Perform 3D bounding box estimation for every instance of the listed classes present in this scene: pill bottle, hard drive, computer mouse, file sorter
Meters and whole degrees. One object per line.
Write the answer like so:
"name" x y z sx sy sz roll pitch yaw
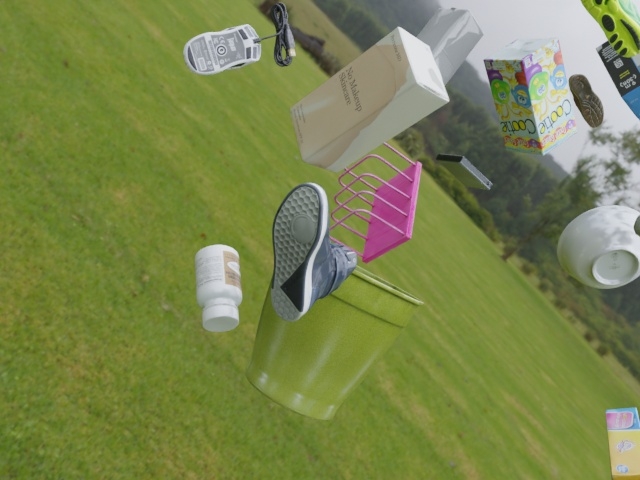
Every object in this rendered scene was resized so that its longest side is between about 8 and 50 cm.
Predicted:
"pill bottle" -0.293 0.139 1.876 0.131 0.131 0.229 28 42 -43
"hard drive" 0.375 -0.180 1.699 0.135 0.022 0.094 35 -8 -33
"computer mouse" -0.141 -0.336 1.120 0.042 0.193 0.106 -140 -145 -74
"file sorter" 0.154 -0.123 1.942 0.182 0.202 0.291 30 52 -23

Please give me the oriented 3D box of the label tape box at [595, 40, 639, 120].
"label tape box" 1.062 -0.543 2.056 0.106 0.240 0.334 19 48 -43

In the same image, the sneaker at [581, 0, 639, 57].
"sneaker" 0.794 -0.638 1.782 0.295 0.109 0.123 62 34 -5

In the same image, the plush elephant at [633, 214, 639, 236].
"plush elephant" 1.036 -0.015 1.689 0.330 0.272 0.255 2 56 -10

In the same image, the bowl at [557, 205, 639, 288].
"bowl" 0.916 0.049 2.056 0.298 0.298 0.134 37 29 -18

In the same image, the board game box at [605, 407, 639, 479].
"board game box" 0.610 0.493 1.249 0.316 0.064 0.242 -20 97 -67

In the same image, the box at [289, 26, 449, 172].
"box" 0.095 -0.282 1.353 0.121 0.311 0.148 11 56 -47

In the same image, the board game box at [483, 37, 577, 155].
"board game box" 0.572 -0.391 1.768 0.144 0.142 0.275 25 -37 57

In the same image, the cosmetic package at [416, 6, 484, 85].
"cosmetic package" 0.317 -0.512 1.770 0.107 0.238 0.127 45 -7 -37

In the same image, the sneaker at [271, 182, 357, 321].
"sneaker" -0.002 0.000 1.036 0.086 0.226 0.163 25 29 26

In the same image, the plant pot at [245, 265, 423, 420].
"plant pot" -0.001 0.216 1.546 0.366 0.353 0.366 28 1 -1

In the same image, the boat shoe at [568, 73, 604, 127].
"boat shoe" 0.807 -0.428 1.978 0.178 0.064 0.060 58 13 -15
